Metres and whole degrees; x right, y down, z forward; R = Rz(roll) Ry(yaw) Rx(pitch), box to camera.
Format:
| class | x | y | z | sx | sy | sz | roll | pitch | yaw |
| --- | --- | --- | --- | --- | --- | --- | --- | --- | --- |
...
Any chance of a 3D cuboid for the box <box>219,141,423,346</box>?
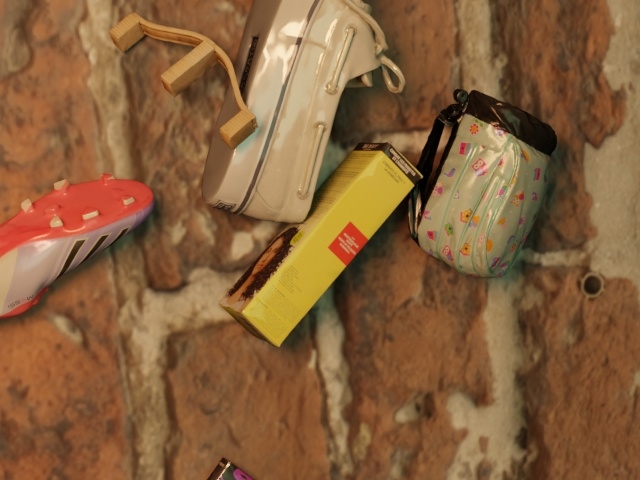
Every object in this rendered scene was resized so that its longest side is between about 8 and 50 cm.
| class | x | y | z | sx | sy | sz | roll | pitch | yaw |
| --- | --- | --- | --- | --- | --- | --- | --- | --- | --- |
| box | 0.000 | 0.000 | 1.303 | 0.058 | 0.087 | 0.232 | 45 | 77 | -18 |

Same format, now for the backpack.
| class | x | y | z | sx | sy | sz | roll | pitch | yaw |
| --- | --- | --- | --- | --- | --- | --- | --- | --- | --- |
| backpack | 0.172 | -0.053 | 1.334 | 0.152 | 0.115 | 0.182 | 17 | 98 | -53 |

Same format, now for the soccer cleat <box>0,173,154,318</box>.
| class | x | y | z | sx | sy | sz | roll | pitch | yaw |
| --- | --- | --- | --- | --- | --- | --- | --- | --- | --- |
| soccer cleat | -0.271 | 0.016 | 1.214 | 0.248 | 0.083 | 0.095 | -27 | 132 | -22 |

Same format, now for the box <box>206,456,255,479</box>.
| class | x | y | z | sx | sy | sz | roll | pitch | yaw |
| --- | --- | --- | --- | --- | --- | --- | --- | --- | --- |
| box | -0.073 | 0.319 | 1.328 | 0.162 | 0.029 | 0.116 | 41 | 79 | -20 |

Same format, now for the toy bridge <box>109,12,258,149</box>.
| class | x | y | z | sx | sy | sz | roll | pitch | yaw |
| --- | --- | --- | --- | --- | --- | --- | --- | --- | --- |
| toy bridge | -0.124 | -0.166 | 1.217 | 0.063 | 0.026 | 0.188 | -41 | 66 | -14 |

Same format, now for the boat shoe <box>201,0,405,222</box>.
| class | x | y | z | sx | sy | sz | roll | pitch | yaw |
| --- | --- | --- | --- | --- | --- | --- | --- | --- | --- |
| boat shoe | 0.011 | -0.188 | 1.268 | 0.156 | 0.136 | 0.367 | 17 | 91 | -21 |
